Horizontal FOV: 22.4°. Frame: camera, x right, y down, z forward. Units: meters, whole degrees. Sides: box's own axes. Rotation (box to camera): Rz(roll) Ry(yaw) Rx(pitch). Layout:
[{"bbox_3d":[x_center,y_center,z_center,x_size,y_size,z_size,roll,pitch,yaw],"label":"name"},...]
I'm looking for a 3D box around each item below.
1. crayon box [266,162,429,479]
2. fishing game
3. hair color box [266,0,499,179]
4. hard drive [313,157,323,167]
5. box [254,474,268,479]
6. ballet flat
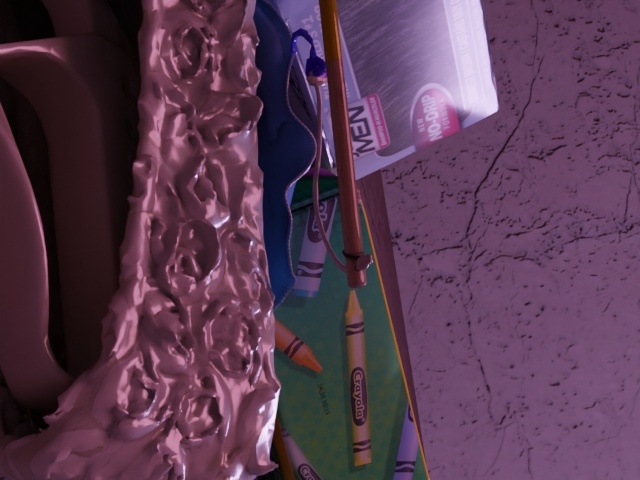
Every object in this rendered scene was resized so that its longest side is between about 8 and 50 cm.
[{"bbox_3d":[-0.015,0.086,0.977,0.165,0.081,0.278,33,-39,61],"label":"crayon box"},{"bbox_3d":[-0.046,-0.030,0.742,0.264,0.041,0.189,-32,-119,56],"label":"fishing game"},{"bbox_3d":[-0.034,-0.235,0.954,0.374,0.113,0.185,62,-4,31],"label":"hair color box"},{"bbox_3d":[-0.004,0.015,1.561,0.237,0.064,0.339,-33,113,-83],"label":"hard drive"},{"bbox_3d":[-0.060,0.174,0.869,0.169,0.054,0.059,-89,169,-54],"label":"box"},{"bbox_3d":[-0.097,-0.083,0.652,0.147,0.147,0.409,61,20,-72],"label":"ballet flat"}]
